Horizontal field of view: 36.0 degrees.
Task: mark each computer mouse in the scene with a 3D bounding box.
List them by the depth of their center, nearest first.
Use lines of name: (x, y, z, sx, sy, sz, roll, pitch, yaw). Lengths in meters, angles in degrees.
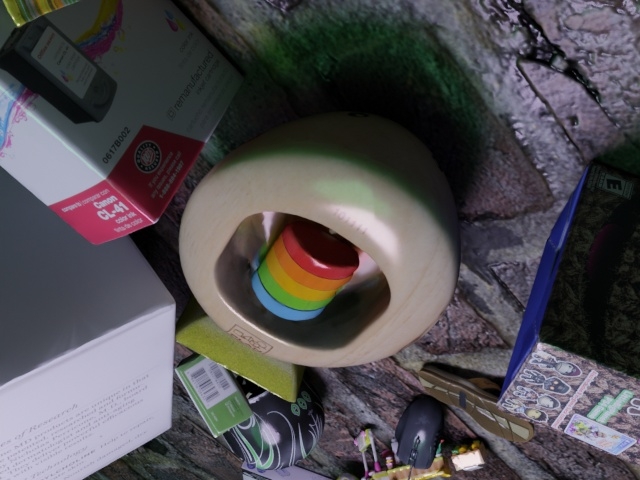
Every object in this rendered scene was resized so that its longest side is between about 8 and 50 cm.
computer mouse: (0.133, 0.351, 1.490, 0.071, 0.041, 0.242, 16, 102, 13)

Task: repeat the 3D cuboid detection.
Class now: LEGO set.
LEGO set: (0.135, 0.347, 1.594, 0.132, 0.107, 0.287, 4, 153, -32)

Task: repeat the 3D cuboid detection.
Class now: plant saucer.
plant saucer: (-0.093, 0.117, 1.360, 0.188, 0.188, 0.045, 29, 114, -5)

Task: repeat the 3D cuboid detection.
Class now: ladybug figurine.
ladybug figurine: (0.000, 0.000, 1.127, 0.305, 0.162, 0.449, 32, 145, -9)

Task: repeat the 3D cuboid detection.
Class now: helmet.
helmet: (-0.075, 0.281, 1.553, 0.169, 0.169, 0.161, -9, 117, 40)

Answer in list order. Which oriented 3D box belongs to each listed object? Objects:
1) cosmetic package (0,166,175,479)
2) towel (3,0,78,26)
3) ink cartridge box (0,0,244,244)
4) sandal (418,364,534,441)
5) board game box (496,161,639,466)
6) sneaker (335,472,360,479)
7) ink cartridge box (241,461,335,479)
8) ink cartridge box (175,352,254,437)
cosmetic package: (-0.415, 0.130, 1.328, 0.329, 0.327, 0.393, 51, 153, 24)
towel: (-0.175, -0.272, 0.864, 0.237, 0.021, 0.102, -23, 140, -8)
ink cartridge box: (-0.255, -0.180, 0.995, 0.131, 0.226, 0.306, -12, 132, 45)
sandal: (0.223, 0.218, 1.384, 0.180, 0.049, 0.072, 27, 143, 25)
board game box: (0.354, 0.094, 0.962, 0.291, 0.232, 0.141, 21, 146, 6)
sneaker: (0.051, 0.511, 1.783, 0.091, 0.126, 0.240, 31, 162, 38)
ink cartridge box: (-0.047, 0.473, 1.894, 0.207, 0.046, 0.097, 17, 146, 13)
ink cartridge box: (-0.152, 0.207, 1.409, 0.109, 0.062, 0.209, 59, 173, 0)
